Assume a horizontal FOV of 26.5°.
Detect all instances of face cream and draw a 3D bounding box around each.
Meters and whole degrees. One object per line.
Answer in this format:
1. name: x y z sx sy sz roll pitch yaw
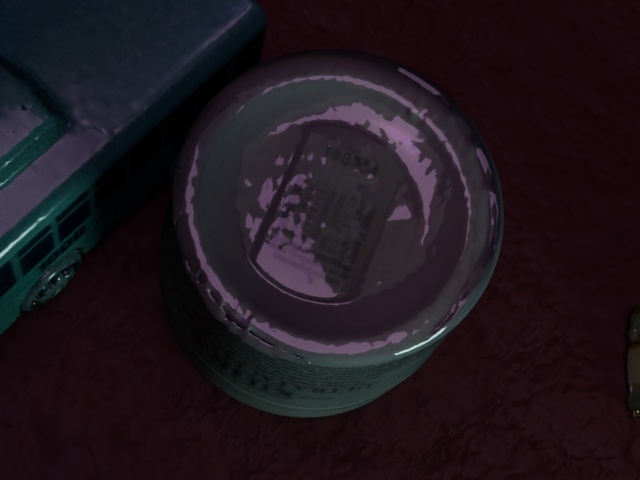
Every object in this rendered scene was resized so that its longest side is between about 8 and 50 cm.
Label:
1. face cream: 0.000 0.000 0.756 0.177 0.153 0.177 2 72 -7

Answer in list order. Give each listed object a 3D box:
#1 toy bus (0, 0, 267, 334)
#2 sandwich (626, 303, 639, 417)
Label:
1. toy bus: -0.157 -0.059 0.753 0.128 0.147 0.256 42 70 8
2. sandwich: 0.285 0.086 0.846 0.163 0.113 0.079 -5 70 26
